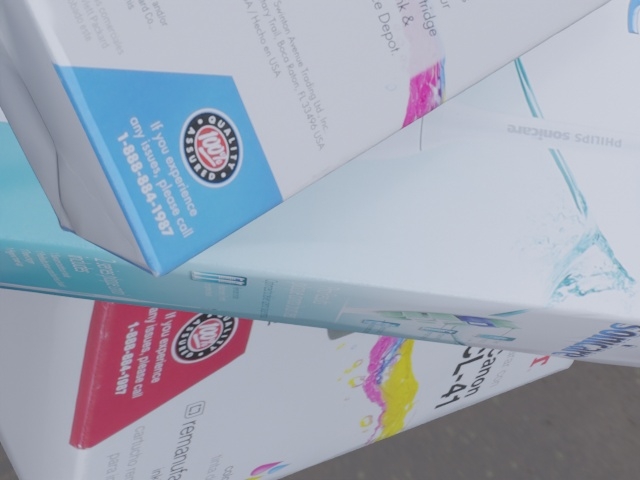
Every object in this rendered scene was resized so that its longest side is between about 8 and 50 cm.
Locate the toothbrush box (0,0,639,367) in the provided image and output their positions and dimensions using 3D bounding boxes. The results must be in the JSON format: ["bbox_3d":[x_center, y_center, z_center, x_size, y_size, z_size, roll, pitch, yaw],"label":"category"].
[{"bbox_3d":[-0.008,-0.084,0.523,0.295,0.126,0.216,8,81,-3],"label":"toothbrush box"}]

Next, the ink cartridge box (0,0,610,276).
[{"bbox_3d":[0.003,-0.084,0.386,0.181,0.061,0.104,-32,115,-21],"label":"ink cartridge box"}]

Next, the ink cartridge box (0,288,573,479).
[{"bbox_3d":[0.000,0.000,0.752,0.306,0.226,0.131,-17,57,-26],"label":"ink cartridge box"}]
